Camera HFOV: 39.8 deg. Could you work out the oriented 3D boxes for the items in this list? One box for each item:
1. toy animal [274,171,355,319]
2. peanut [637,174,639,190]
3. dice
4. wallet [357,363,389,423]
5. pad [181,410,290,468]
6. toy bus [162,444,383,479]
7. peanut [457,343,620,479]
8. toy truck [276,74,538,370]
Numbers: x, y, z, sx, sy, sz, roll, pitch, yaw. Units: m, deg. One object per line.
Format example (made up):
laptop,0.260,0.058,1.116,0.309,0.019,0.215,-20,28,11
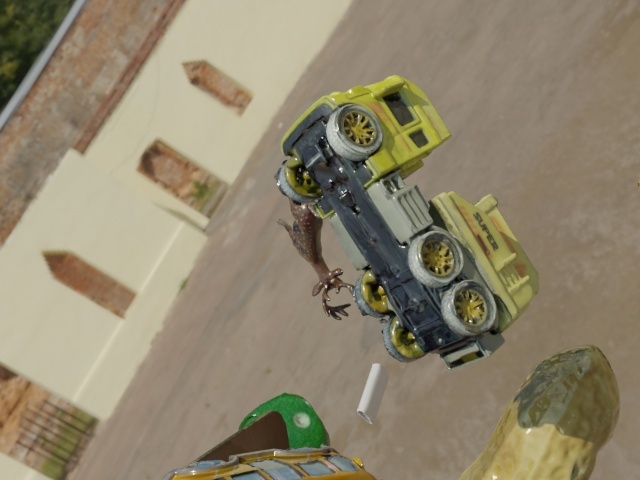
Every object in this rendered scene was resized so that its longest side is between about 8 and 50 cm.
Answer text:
toy animal,-0.017,0.010,1.726,0.087,0.243,0.260,-28,52,-6
peanut,0.516,-0.086,1.228,0.103,0.098,0.229,-32,4,-7
dice,-0.065,0.358,1.578,0.120,0.131,0.128,-25,-29,-31
wallet,0.117,0.334,1.927,0.025,0.061,0.122,-4,49,35
pad,-0.130,0.419,1.265,0.018,0.286,0.284,10,26,39
toy bus,-0.038,0.268,0.836,0.136,0.210,0.126,-13,81,60
peanut,0.251,0.259,1.036,0.147,0.147,0.305,-120,55,-78
toy truck,0.094,-0.022,0.830,0.157,0.272,0.124,-30,-4,-35
